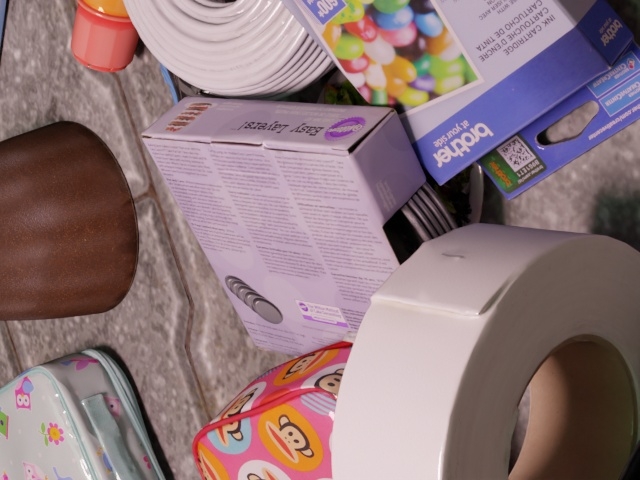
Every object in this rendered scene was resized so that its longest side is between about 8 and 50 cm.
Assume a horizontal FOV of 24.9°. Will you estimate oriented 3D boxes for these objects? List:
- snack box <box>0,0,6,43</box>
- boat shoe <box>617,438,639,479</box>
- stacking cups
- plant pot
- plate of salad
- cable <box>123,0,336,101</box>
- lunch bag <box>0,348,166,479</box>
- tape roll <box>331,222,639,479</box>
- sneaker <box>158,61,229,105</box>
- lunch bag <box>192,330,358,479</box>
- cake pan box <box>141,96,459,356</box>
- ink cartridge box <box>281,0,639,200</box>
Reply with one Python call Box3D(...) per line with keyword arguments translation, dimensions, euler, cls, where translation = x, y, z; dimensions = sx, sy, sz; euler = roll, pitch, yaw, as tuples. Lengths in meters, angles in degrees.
Box3D(translation=(-0.444, -0.274, 1.656), dimensions=(0.207, 0.070, 0.174), euler=(38, 127, 35), cls="snack box")
Box3D(translation=(0.261, 0.104, 0.975), dimensions=(0.075, 0.065, 0.206), euler=(-127, 58, -76), cls="boat shoe")
Box3D(translation=(-0.171, -0.301, 1.349), dimensions=(0.096, 0.096, 0.316), euler=(40, 130, 32), cls="stacking cups")
Box3D(translation=(-0.346, -0.002, 1.512), dimensions=(0.215, 0.230, 0.215), euler=(16, 113, 43), cls="plant pot")
Box3D(translation=(0.053, -0.058, 1.209), dimensions=(0.200, 0.048, 0.200), euler=(15, 111, 43), cls="plate of salad")
Box3D(translation=(-0.064, -0.244, 1.219), dimensions=(0.257, 0.089, 0.257), euler=(-33, 75, 35), cls="cable")
Box3D(translation=(-0.261, 0.271, 1.591), dimensions=(0.224, 0.108, 0.279), euler=(-33, 78, 41), cls="lunch bag")
Box3D(translation=(0.138, 0.130, 0.998), dimensions=(0.100, 0.286, 0.286), euler=(8, 107, 46), cls="tape roll")
Box3D(translation=(-0.093, -0.128, 1.329), dimensions=(0.078, 0.067, 0.188), euler=(-39, 70, 52), cls="sneaker")
Box3D(translation=(0.052, 0.226, 1.197), dimensions=(0.258, 0.120, 0.293), euler=(-27, 99, 48), cls="lunch bag")
Box3D(translation=(0.000, 0.000, 1.196), dimensions=(0.267, 0.070, 0.246), euler=(7, 135, 46), cls="cake pan box")
Box3D(translation=(0.088, -0.169, 1.047), dimensions=(0.311, 0.065, 0.186), euler=(47, 134, -9), cls="ink cartridge box")
